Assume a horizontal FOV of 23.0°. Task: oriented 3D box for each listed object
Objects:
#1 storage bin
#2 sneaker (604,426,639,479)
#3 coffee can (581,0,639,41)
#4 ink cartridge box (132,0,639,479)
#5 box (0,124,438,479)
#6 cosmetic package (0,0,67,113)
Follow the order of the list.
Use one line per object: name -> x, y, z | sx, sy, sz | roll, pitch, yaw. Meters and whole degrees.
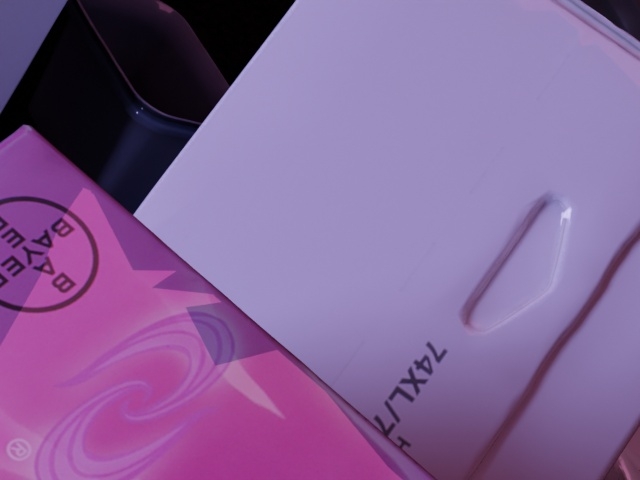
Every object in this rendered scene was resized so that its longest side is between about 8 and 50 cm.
storage bin -> -0.110, -0.074, 0.925 | 0.098, 0.091, 0.135 | 10, 36, -42
sneaker -> 0.261, 0.180, 0.874 | 0.114, 0.152, 0.305 | -1, 42, -51
coffee can -> 0.112, -0.136, 1.120 | 0.201, 0.201, 0.275 | 30, 15, -11
ink cartridge box -> 0.041, 0.014, 0.696 | 0.197, 0.198, 0.270 | 36, -10, 2
box -> -0.067, 0.132, 0.378 | 0.243, 0.117, 0.213 | 41, 55, 10
cosmetic package -> -0.314, -0.273, 0.738 | 0.327, 0.329, 0.393 | 7, 38, -47
